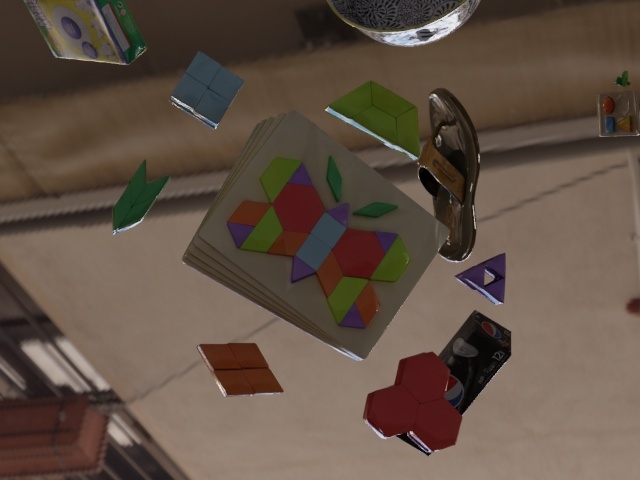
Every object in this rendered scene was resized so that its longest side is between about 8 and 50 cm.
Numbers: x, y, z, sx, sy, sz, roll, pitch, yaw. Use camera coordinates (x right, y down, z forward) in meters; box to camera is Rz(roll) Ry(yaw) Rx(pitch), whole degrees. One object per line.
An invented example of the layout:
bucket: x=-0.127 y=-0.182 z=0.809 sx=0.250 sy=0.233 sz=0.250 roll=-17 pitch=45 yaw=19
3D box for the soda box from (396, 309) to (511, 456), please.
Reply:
soda box: x=0.150 y=0.164 z=1.393 sx=0.053 sy=0.169 sz=0.060 roll=32 pitch=-156 yaw=-5

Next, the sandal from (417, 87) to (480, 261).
sandal: x=0.123 y=-0.063 z=1.227 sx=0.049 sy=0.180 sz=0.072 roll=-10 pitch=-163 yaw=-27

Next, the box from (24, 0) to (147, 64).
box: x=-0.314 y=-0.285 z=1.566 sx=0.179 sy=0.105 sz=0.043 roll=13 pitch=-130 yaw=42

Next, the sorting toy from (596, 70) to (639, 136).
sorting toy: x=0.381 y=-0.176 z=1.563 sx=0.062 sy=0.083 sz=0.012 roll=2 pitch=-168 yaw=43

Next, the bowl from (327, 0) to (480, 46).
bowl: x=0.096 y=-0.245 z=1.190 sx=0.170 sy=0.080 sz=0.170 roll=-11 pitch=-125 yaw=17

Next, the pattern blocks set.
pattern blocks set: x=0.000 y=0.000 z=0.976 sx=0.325 sy=0.026 sz=0.285 roll=22 pitch=-105 yaw=-10
